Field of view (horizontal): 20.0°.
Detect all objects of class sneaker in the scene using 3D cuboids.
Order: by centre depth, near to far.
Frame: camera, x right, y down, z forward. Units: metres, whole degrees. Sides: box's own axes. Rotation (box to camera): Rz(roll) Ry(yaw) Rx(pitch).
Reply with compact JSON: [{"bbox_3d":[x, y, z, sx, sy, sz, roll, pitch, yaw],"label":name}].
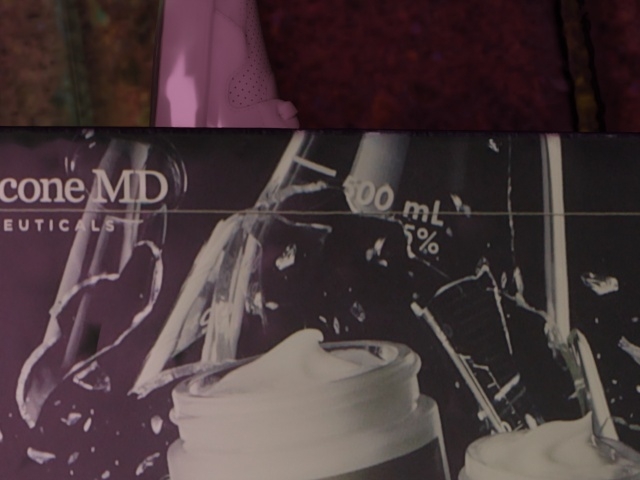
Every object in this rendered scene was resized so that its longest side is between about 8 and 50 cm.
[{"bbox_3d":[0.000,0.000,0.868,0.169,0.108,0.292,-1,90,-5],"label":"sneaker"}]

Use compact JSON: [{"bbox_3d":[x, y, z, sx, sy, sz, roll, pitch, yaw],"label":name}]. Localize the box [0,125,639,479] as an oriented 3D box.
[{"bbox_3d":[-0.008,0.122,0.708,0.343,0.179,0.312,-1,82,-11],"label":"box"}]
